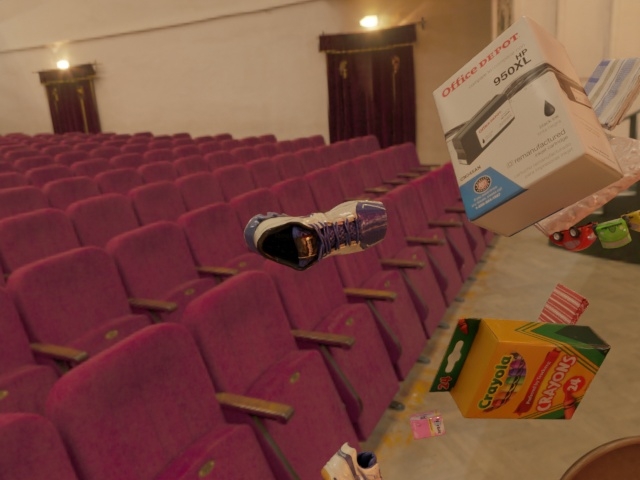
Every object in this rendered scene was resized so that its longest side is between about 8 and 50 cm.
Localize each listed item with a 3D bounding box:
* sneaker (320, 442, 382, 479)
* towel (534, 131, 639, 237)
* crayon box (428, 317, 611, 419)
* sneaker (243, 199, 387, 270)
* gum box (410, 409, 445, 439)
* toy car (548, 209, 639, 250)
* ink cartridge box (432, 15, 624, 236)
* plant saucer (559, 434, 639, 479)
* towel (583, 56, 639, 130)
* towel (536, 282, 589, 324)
[{"bbox_3d":[0.140,0.679,1.531,0.296,0.131,0.112,40,-8,-33],"label":"sneaker"},{"bbox_3d":[0.692,-0.160,1.435,0.332,0.053,0.317,-39,14,14],"label":"towel"},{"bbox_3d":[0.404,0.267,1.103,0.319,0.202,0.081,6,27,-16],"label":"crayon box"},{"bbox_3d":[-0.001,0.000,1.149,0.316,0.127,0.182,-7,15,-8],"label":"sneaker"},{"bbox_3d":[0.375,0.645,1.889,0.107,0.062,0.188,-13,-12,7],"label":"gum box"},{"bbox_3d":[0.562,-0.017,1.035,0.239,0.053,0.225,-19,-4,29],"label":"toy car"},{"bbox_3d":[0.445,-0.252,1.220,0.166,0.394,0.285,16,-37,-35],"label":"ink cartridge box"},{"bbox_3d":[0.459,0.403,0.773,0.278,0.277,0.041,-3,9,3],"label":"plant saucer"},{"bbox_3d":[0.823,-0.427,1.541,0.034,0.209,0.285,25,17,-7],"label":"towel"},{"bbox_3d":[0.765,0.287,1.763,0.031,0.274,0.199,24,9,-5],"label":"towel"}]
